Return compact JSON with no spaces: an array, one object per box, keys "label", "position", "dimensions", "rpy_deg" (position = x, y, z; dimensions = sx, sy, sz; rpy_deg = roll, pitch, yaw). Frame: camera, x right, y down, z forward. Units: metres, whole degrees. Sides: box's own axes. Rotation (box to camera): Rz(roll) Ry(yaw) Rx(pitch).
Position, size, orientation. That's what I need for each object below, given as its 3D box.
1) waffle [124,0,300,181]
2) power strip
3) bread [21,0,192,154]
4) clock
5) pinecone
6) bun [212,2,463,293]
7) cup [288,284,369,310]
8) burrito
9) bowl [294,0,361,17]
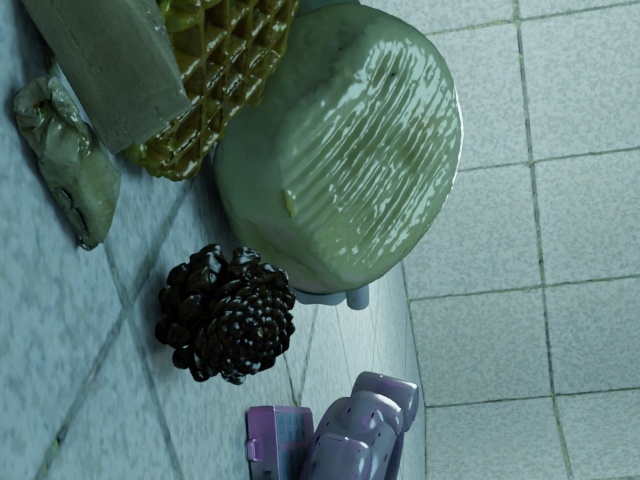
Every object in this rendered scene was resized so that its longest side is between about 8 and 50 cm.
[{"label":"waffle","position":[-0.094,-0.184,0.937],"dimensions":[0.301,0.058,0.281],"rpy_deg":[-45,158,-57]},{"label":"power strip","position":[-0.047,0.276,1.338],"dimensions":[0.279,0.038,0.109],"rpy_deg":[43,40,-76]},{"label":"bread","position":[-0.150,-0.142,0.762],"dimensions":[0.152,0.077,0.105],"rpy_deg":[61,11,2]},{"label":"clock","position":[0.043,0.353,1.399],"dimensions":[0.322,0.114,0.295],"rpy_deg":[-25,127,-74]},{"label":"pinecone","position":[-0.096,0.066,0.958],"dimensions":[0.121,0.140,0.140],"rpy_deg":[42,-29,51]},{"label":"bun","position":[0.006,-0.113,1.240],"dimensions":[0.361,0.213,0.360],"rpy_deg":[-17,115,-41]},{"label":"cup","position":[0.000,0.000,1.468],"dimensions":[0.299,0.168,0.173],"rpy_deg":[-124,-157,-47]},{"label":"burrito","position":[-0.182,-0.057,0.742],"dimensions":[0.041,0.055,0.149],"rpy_deg":[49,-16,44]},{"label":"bowl","position":[-0.047,-0.293,1.396],"dimensions":[0.112,0.211,0.211],"rpy_deg":[-10,94,-37]}]
